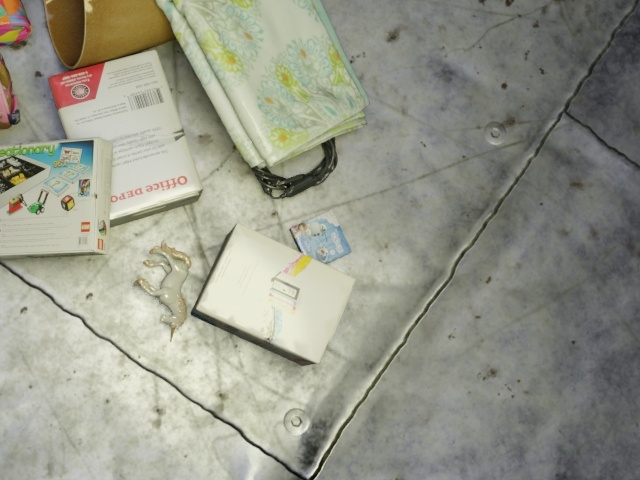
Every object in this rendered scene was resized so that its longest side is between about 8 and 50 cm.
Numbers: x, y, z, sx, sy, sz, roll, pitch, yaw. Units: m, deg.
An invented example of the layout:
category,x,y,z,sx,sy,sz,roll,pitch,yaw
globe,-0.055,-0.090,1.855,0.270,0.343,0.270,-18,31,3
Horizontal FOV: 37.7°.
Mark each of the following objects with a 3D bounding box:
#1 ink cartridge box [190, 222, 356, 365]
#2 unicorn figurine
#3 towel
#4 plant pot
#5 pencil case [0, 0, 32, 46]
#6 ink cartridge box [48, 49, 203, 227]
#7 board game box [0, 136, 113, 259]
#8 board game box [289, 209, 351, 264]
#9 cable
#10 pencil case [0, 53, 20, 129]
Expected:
category,x,y,z,sx,sy,sz,roll,pitch,yaw
ink cartridge box,-0.086,0.101,1.660,0.233,0.171,0.168,26,78,-7
unicorn figurine,-0.275,0.084,1.679,0.111,0.060,0.161,29,71,-17
towel,-0.087,-0.333,1.685,0.321,0.090,0.374,-32,94,-47
plant pot,-0.337,-0.434,1.677,0.255,0.237,0.237,-10,84,-29
pencil case,-0.601,-0.461,1.679,0.105,0.104,0.236,-19,85,-14
ink cartridge box,-0.346,-0.175,1.677,0.197,0.114,0.272,-18,84,-13
board game box,-0.498,-0.067,1.589,0.306,0.053,0.192,-2,81,19
board game box,0.000,0.000,1.771,0.090,0.020,0.090,-25,87,-15
cable,-0.053,-0.165,1.776,0.185,0.047,0.150,-32,80,-22
pencil case,-0.710,-0.215,1.577,0.386,0.160,0.167,-18,99,-11
